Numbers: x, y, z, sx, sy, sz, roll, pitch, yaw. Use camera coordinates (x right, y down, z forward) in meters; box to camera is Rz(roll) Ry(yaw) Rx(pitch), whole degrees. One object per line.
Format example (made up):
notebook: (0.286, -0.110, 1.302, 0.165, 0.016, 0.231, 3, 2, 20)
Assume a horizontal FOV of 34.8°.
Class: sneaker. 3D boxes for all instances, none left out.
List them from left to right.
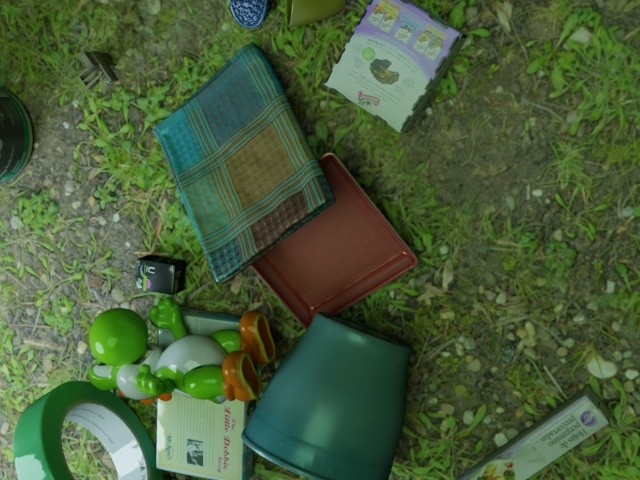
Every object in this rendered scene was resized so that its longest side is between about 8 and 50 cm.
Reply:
sneaker: (-0.117, -0.497, 1.805, 0.082, 0.090, 0.232, 10, 123, 16)

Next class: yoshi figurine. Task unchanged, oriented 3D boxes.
yoshi figurine: (-0.281, 0.197, 1.855, 0.362, 0.203, 0.202, -7, 79, 23)

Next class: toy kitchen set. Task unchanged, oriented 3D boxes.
toy kitchen set: (-0.430, -0.308, 1.933, 0.075, 0.083, 0.068, -37, 85, 20)

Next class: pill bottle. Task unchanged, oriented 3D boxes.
pill bottle: (-0.720, -0.188, 1.905, 0.204, 0.361, 0.204, 3, 100, 19)

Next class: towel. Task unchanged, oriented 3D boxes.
towel: (-0.146, -0.142, 1.802, 0.271, 0.040, 0.370, -37, 59, 20)

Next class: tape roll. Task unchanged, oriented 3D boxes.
tape roll: (-0.430, 0.422, 1.924, 0.077, 0.321, 0.321, -32, 88, 21)

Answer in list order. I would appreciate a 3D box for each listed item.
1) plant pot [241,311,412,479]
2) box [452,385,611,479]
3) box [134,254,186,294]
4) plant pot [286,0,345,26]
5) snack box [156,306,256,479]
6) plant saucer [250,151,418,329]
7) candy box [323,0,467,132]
plant pot: (0.031, 0.270, 1.787, 0.272, 0.272, 0.255, 20, 90, 15)
box: (0.357, 0.374, 1.783, 0.324, 0.067, 0.063, -41, 85, 19)
box: (-0.308, 0.066, 1.968, 0.083, 0.052, 0.062, 9, 102, 17)
plant pot: (-0.006, -0.433, 1.755, 0.095, 0.134, 0.134, 1, 100, -7)
snack box: (-0.220, 0.298, 1.971, 0.187, 0.060, 0.321, 6, 100, 19)
plant saucer: (0.000, 0.000, 1.821, 0.258, 0.047, 0.259, -33, 106, 21)
candy box: (0.128, -0.309, 1.749, 0.165, 0.070, 0.196, 34, 107, 11)
